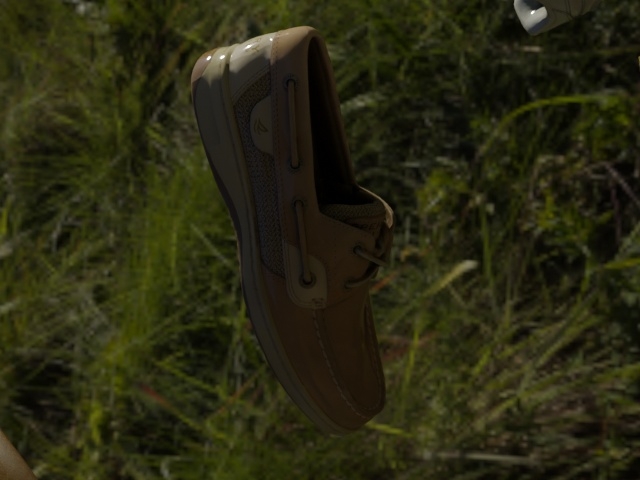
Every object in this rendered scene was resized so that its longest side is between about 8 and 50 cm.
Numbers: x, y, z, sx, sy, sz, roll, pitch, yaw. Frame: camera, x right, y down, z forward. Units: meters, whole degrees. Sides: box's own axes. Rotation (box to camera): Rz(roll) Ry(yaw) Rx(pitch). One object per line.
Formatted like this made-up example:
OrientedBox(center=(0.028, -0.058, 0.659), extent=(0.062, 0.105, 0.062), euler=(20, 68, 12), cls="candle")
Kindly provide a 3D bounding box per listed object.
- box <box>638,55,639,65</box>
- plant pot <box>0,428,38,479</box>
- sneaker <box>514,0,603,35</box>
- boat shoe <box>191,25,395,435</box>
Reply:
OrientedBox(center=(0.412, -0.114, 0.937), extent=(0.079, 0.257, 0.322), euler=(63, -156, -22), cls="box")
OrientedBox(center=(-0.153, 0.156, 0.578), extent=(0.236, 0.032, 0.236), euler=(43, 154, 28), cls="plant pot")
OrientedBox(center=(0.110, -0.218, 0.654), extent=(0.305, 0.152, 0.114), euler=(32, -149, -46), cls="sneaker")
OrientedBox(center=(0.000, 0.000, 0.897), extent=(0.121, 0.110, 0.341), euler=(-46, -60, -61), cls="boat shoe")
